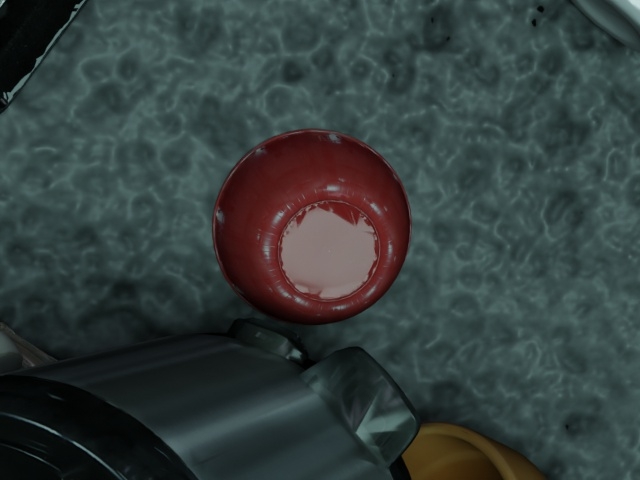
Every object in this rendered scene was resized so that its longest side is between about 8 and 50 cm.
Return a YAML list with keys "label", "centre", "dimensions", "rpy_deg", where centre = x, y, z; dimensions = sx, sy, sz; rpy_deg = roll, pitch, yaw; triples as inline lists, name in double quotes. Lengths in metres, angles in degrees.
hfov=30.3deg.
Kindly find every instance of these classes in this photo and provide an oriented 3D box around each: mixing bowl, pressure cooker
- label: "mixing bowl"
  centre: [0.000, 0.000, 1.017]
  dimensions: [0.181, 0.098, 0.181]
  rpy_deg: [-2, 103, -8]
- label: "pressure cooker"
  centre: [-0.116, 0.251, 0.898]
  dimensions: [0.370, 0.420, 0.375]
  rpy_deg: [1, 93, 23]

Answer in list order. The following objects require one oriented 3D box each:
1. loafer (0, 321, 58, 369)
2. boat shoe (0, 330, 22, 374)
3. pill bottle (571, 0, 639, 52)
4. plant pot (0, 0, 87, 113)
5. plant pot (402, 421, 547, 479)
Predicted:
- label: "loafer"
  centre: [-0.274, 0.097, 1.029]
  dimensions: [0.125, 0.039, 0.045]
  rpy_deg: [39, 127, -11]
- label: "boat shoe"
  centre: [-0.421, 0.146, 0.961]
  dimensions: [0.340, 0.127, 0.158]
  rpy_deg: [-38, 74, -9]
- label: "pill bottle"
  centre: [0.313, -0.275, 0.994]
  dimensions: [0.121, 0.121, 0.221]
  rpy_deg: [39, 94, -14]
- label: "plant pot"
  centre: [-0.277, -0.222, 0.893]
  dimensions: [0.167, 0.188, 0.187]
  rpy_deg: [38, 94, -1]
- label: "plant pot"
  centre: [0.151, 0.325, 1.030]
  dimensions: [0.203, 0.291, 0.290]
  rpy_deg: [23, 98, -29]
